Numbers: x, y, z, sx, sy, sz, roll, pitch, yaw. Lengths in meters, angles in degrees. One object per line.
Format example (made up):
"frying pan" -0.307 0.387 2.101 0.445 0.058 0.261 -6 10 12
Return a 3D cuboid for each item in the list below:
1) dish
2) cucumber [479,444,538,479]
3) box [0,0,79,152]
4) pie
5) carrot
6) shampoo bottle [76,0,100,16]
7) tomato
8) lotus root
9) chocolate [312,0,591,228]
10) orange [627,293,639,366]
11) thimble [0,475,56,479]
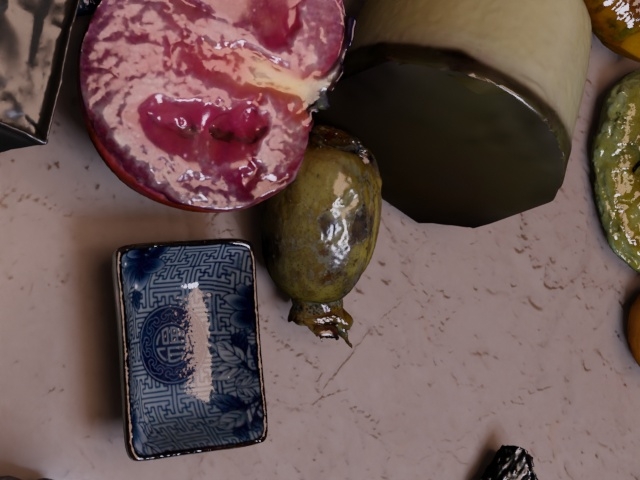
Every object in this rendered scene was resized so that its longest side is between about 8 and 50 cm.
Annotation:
"dish" -0.163 0.122 1.691 0.182 0.080 0.243 -3 88 -34
"cucumber" 0.190 0.407 1.916 0.072 0.081 0.303 30 71 17
"box" -0.424 -0.252 1.462 0.345 0.204 0.251 18 78 -31
"pie" 0.515 -0.106 2.156 0.323 0.070 0.323 2 87 -35
"carrot" 0.385 -0.369 2.055 0.302 0.114 0.114 40 68 -24
"shampoo bottle" -0.271 -0.348 1.659 0.087 0.050 0.183 -16 97 -28
"tomato" -0.141 -0.200 1.663 0.289 0.176 0.335 22 82 -23
"lotus root" -0.002 0.000 1.761 0.154 0.154 0.278 -12 115 -33
"chocolate" 0.176 -0.218 1.821 0.314 0.326 0.297 34 54 -25
"orange" 0.517 0.129 2.112 0.156 0.124 0.156 1 88 -37
"thimble" -0.302 0.329 1.500 0.205 0.236 0.172 17 79 -38
